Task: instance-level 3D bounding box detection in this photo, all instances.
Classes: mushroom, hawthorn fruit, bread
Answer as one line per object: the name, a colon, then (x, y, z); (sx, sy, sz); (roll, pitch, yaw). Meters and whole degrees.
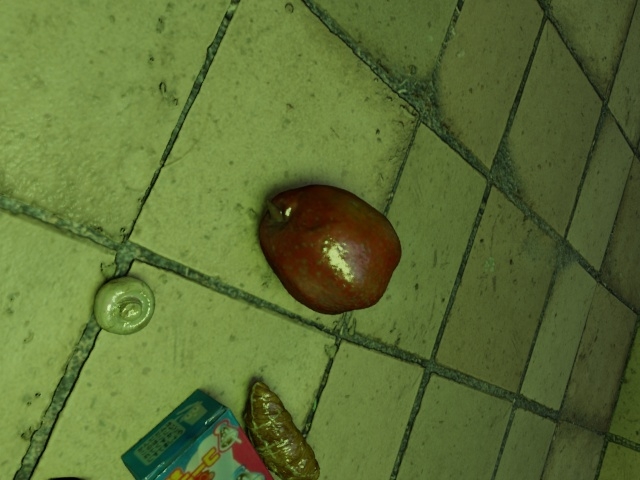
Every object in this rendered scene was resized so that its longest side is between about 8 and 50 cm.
mushroom: (-0.271, 0.092, 0.737); (0.084, 0.067, 0.083); (-11, 108, -34)
hawthorn fruit: (0.000, 0.000, 0.870); (0.262, 0.211, 0.210); (41, 70, -29)
bread: (-0.077, 0.348, 0.920); (0.076, 0.105, 0.233); (-39, 114, -36)

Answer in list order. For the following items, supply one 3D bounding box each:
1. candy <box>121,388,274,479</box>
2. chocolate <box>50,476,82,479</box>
candy: (-0.166, 0.410, 0.858); (0.157, 0.100, 0.305); (-40, 120, -30)
chocolate: (-0.354, 0.403, 0.718); (0.072, 0.070, 0.147); (11, 85, -36)
